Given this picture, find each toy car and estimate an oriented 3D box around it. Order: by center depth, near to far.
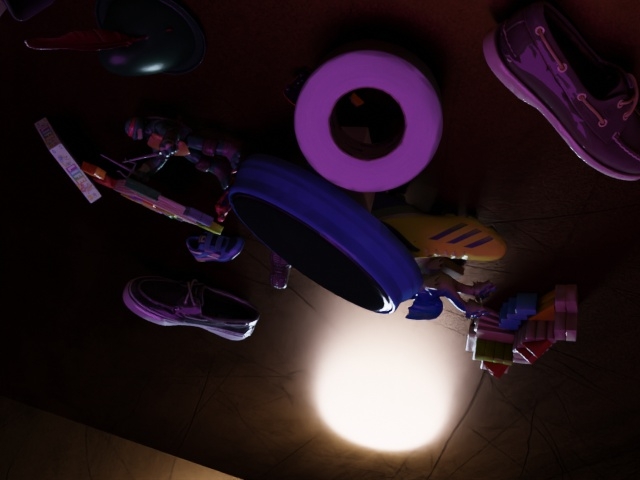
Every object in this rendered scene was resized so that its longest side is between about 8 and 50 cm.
[{"bbox_3d":[0.003,-0.224,1.182,0.122,0.060,0.040,27,177,-4],"label":"toy car"}]

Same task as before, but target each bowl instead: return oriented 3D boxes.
[{"bbox_3d":[0.000,0.000,1.335,0.391,0.077,0.391,33,166,9],"label":"bowl"}]

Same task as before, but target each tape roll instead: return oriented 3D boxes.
[{"bbox_3d":[0.073,-0.185,1.111,0.219,0.072,0.219,3,118,6],"label":"tape roll"}]

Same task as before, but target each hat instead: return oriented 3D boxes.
[{"bbox_3d":[-0.301,-0.266,1.125,0.208,0.184,0.173,19,147,-5],"label":"hat"}]

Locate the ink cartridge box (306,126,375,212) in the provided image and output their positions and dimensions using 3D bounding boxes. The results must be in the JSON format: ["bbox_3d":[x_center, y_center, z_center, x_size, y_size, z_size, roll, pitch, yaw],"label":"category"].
[{"bbox_3d":[0.044,-0.115,1.284,0.089,0.092,0.143,4,144,18],"label":"ink cartridge box"}]

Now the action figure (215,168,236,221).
[{"bbox_3d":[-0.175,-0.082,1.399,0.030,0.115,0.038,1,144,20],"label":"action figure"}]

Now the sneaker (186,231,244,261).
[{"bbox_3d":[-0.232,0.011,1.616,0.144,0.053,0.059,-8,138,29],"label":"sneaker"}]

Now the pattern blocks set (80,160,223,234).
[{"bbox_3d":[-0.319,-0.075,1.411,0.285,0.026,0.325,25,174,-13],"label":"pattern blocks set"}]

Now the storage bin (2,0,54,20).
[{"bbox_3d":[-0.455,-0.410,1.079,0.091,0.098,0.135,34,154,25],"label":"storage bin"}]

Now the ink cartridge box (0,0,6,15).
[{"bbox_3d":[-0.619,-0.433,1.075,0.207,0.117,0.283,6,145,14],"label":"ink cartridge box"}]

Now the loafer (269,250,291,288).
[{"bbox_3d":[-0.083,0.039,1.599,0.056,0.050,0.148,15,131,-4],"label":"loafer"}]

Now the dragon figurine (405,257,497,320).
[{"bbox_3d":[0.205,0.108,1.505,0.289,0.085,0.144,-8,139,28],"label":"dragon figurine"}]

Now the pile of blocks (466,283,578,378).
[{"bbox_3d":[0.414,0.208,1.579,0.148,0.113,0.362,22,145,-9],"label":"pile of blocks"}]

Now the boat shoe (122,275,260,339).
[{"bbox_3d":[-0.304,0.144,1.801,0.335,0.121,0.119,16,140,-20],"label":"boat shoe"}]

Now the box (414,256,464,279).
[{"bbox_3d":[0.169,0.051,1.536,0.201,0.021,0.164,28,144,-18],"label":"box"}]

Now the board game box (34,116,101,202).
[{"bbox_3d":[-0.493,-0.156,1.448,0.103,0.026,0.154,49,169,39],"label":"board game box"}]

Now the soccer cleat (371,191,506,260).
[{"bbox_3d":[0.197,-0.002,1.357,0.289,0.121,0.093,18,147,-3],"label":"soccer cleat"}]

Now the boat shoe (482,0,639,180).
[{"bbox_3d":[0.369,-0.199,1.014,0.324,0.117,0.096,36,145,-18],"label":"boat shoe"}]

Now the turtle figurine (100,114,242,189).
[{"bbox_3d":[-0.265,-0.164,1.316,0.234,0.118,0.175,14,168,-15],"label":"turtle figurine"}]
